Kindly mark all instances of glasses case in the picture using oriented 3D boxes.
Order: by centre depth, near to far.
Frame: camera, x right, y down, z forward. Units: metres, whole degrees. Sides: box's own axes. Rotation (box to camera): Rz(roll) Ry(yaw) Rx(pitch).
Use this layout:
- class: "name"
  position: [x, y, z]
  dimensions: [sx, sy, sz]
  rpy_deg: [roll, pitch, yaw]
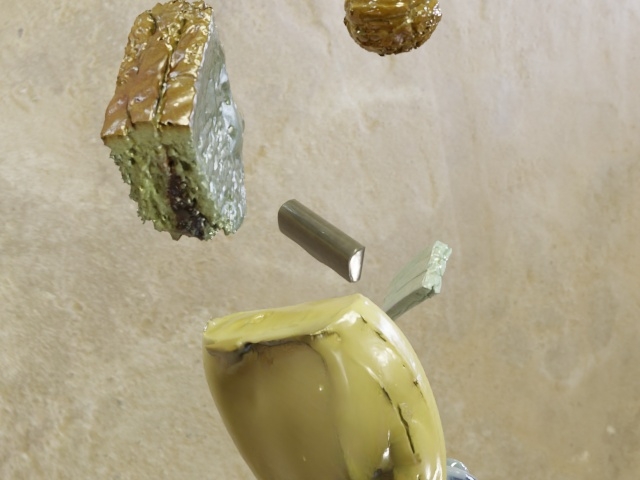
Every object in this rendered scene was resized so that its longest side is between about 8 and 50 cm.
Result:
- class: "glasses case"
  position: [-0.001, 0.000, 1.286]
  dimensions: [0.042, 0.190, 0.072]
  rpy_deg: [-28, 138, -34]

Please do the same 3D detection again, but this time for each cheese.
- class: "cheese"
  position: [0.017, 0.206, 0.761]
  dimensions: [0.128, 0.259, 0.316]
  rpy_deg: [-29, 101, -42]

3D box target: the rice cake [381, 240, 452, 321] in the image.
- class: "rice cake"
  position: [0.175, 0.085, 1.404]
  dimensions: [0.038, 0.211, 0.124]
  rpy_deg: [29, 56, -8]

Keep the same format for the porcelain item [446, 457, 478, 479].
- class: "porcelain item"
  position: [0.197, 0.457, 1.153]
  dimensions: [0.141, 0.141, 0.259]
  rpy_deg: [64, 24, -20]

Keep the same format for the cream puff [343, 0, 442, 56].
- class: "cream puff"
  position: [0.117, -0.366, 1.213]
  dimensions: [0.150, 0.165, 0.115]
  rpy_deg: [-41, 137, -41]

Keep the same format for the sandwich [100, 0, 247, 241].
- class: "sandwich"
  position: [-0.193, -0.146, 1.089]
  dimensions: [0.325, 0.131, 0.262]
  rpy_deg: [80, 11, -53]
